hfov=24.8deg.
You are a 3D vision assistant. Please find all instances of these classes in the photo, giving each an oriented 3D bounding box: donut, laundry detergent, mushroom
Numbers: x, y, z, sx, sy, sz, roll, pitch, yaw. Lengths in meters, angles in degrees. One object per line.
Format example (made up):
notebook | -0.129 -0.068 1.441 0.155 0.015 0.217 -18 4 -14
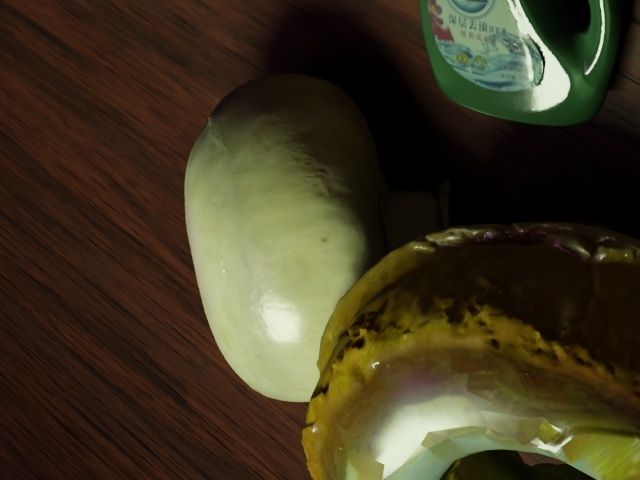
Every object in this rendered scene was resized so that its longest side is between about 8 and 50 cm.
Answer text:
donut | 0.146 0.147 0.936 0.330 0.160 0.330 11 133 12
laundry detergent | 0.120 -0.175 0.875 0.137 0.063 0.211 24 135 35
mushroom | 0.000 0.000 1.089 0.246 0.202 0.246 178 90 -90
